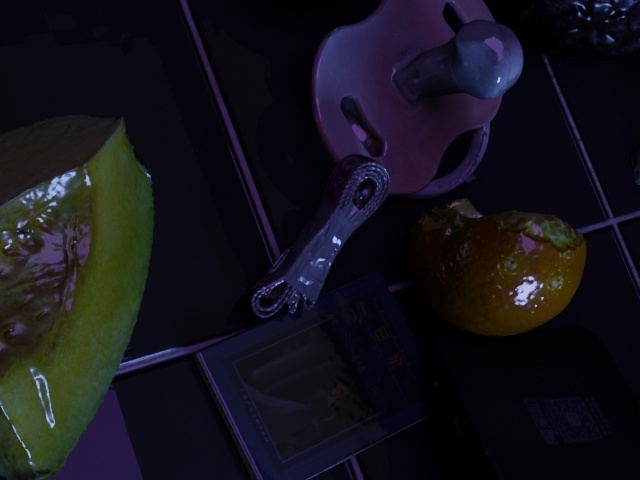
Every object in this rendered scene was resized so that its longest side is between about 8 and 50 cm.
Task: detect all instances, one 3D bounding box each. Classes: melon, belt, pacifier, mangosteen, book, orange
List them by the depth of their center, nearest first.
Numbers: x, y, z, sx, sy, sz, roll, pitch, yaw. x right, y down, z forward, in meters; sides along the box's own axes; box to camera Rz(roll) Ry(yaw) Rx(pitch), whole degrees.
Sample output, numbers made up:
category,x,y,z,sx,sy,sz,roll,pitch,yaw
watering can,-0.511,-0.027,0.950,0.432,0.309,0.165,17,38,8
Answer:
category,x,y,z,sx,sy,sz,roll,pitch,yaw
melon,-0.314,0.027,1.451,0.331,0.226,0.343,37,49,4
belt,0.000,0.000,1.632,0.071,0.053,0.232,39,88,-32
book,0.004,0.167,1.637,0.269,0.025,0.191,-22,81,-28
orange,0.211,0.035,1.671,0.179,0.237,0.158,7,94,-30
pacifier,0.130,-0.205,1.722,0.220,0.273,0.332,38,60,13
mangosteen,0.353,-0.398,1.840,0.330,0.330,0.330,8,69,-21

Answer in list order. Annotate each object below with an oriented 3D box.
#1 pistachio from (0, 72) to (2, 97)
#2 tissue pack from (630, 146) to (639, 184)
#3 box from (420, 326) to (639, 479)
category,x,y,z,sx,sy,sz,roll,pitch,yaw
pistachio,-0.438,-0.197,1.496,0.130,0.165,0.210,-80,150,-56
tissue pack,0.498,-0.108,1.902,0.085,0.111,0.079,-2,73,-23
box,0.282,0.235,1.655,0.289,0.073,0.290,-1,51,-33
